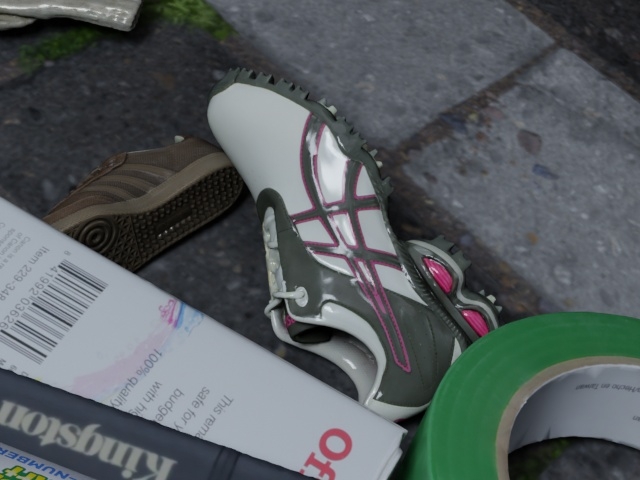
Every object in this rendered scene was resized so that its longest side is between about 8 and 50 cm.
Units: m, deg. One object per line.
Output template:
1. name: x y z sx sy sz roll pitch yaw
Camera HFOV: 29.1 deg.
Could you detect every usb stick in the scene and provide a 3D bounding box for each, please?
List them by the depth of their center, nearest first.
1. usb stick: -0.112 0.117 0.614 0.278 0.045 0.077 19 54 3

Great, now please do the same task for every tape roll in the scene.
1. tape roll: 0.204 0.181 0.734 0.321 0.077 0.321 12 38 -10

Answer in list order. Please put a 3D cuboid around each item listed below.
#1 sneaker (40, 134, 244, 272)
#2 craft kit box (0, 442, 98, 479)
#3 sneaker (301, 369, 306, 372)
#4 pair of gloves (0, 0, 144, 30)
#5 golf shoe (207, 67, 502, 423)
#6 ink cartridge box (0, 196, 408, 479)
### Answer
1. sneaker: -0.146 -0.021 0.879 0.188 0.066 0.071 -26 45 -33
2. craft kit box: -0.152 0.221 0.561 0.247 0.249 0.061 17 13 9
3. sneaker: -0.025 0.097 0.800 0.158 0.065 0.061 31 53 12
4. pair of gloves: -0.243 -0.257 1.041 0.204 0.042 0.240 2 51 -6
5. golf shoe: 0.000 0.000 0.836 0.120 0.105 0.273 -38 80 -23
6. ink cartridge box: -0.141 0.141 0.701 0.306 0.131 0.226 31 54 9
